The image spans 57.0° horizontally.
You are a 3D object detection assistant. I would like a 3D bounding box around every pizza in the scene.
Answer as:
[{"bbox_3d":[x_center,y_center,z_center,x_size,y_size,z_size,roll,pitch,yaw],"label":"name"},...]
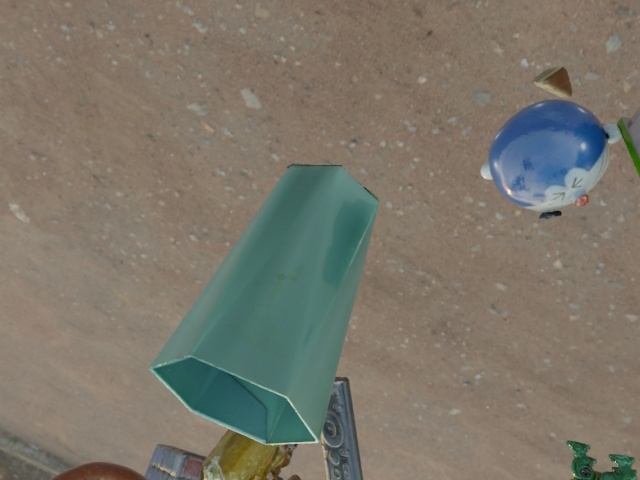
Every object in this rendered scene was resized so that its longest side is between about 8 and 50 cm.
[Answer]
[{"bbox_3d":[-0.056,0.233,0.782,0.087,0.257,0.268,31,150,9],"label":"pizza"}]

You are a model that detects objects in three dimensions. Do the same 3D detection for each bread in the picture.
[{"bbox_3d":[0.544,-0.375,1.369,0.109,0.062,0.043,11,-172,-28],"label":"bread"}]

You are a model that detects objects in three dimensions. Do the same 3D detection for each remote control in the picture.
[{"bbox_3d":[0.047,0.485,1.279,0.107,0.044,0.377,-8,90,42],"label":"remote control"}]

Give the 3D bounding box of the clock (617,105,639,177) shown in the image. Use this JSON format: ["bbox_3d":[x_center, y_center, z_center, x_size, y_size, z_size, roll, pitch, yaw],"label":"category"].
[{"bbox_3d":[0.513,-0.186,0.668,0.166,0.235,0.309,19,130,0],"label":"clock"}]

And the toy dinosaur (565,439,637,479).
[{"bbox_3d":[0.492,0.426,0.975,0.259,0.153,0.094,-4,138,34],"label":"toy dinosaur"}]

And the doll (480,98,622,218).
[{"bbox_3d":[0.341,-0.127,0.893,0.215,0.257,0.161,-27,93,29],"label":"doll"}]

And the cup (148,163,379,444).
[{"bbox_3d":[-0.035,0.045,0.534,0.148,0.235,0.134,23,144,-1],"label":"cup"}]

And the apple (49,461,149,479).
[{"bbox_3d":[-0.279,0.382,0.712,0.201,0.201,0.162,19,122,10],"label":"apple"}]

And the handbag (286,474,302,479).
[{"bbox_3d":[-0.009,0.432,0.832,0.151,0.072,0.193,64,168,-28],"label":"handbag"}]

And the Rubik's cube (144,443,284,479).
[{"bbox_3d":[-0.247,0.571,1.211,0.238,0.237,0.237,27,153,-22],"label":"Rubik's cube"}]
